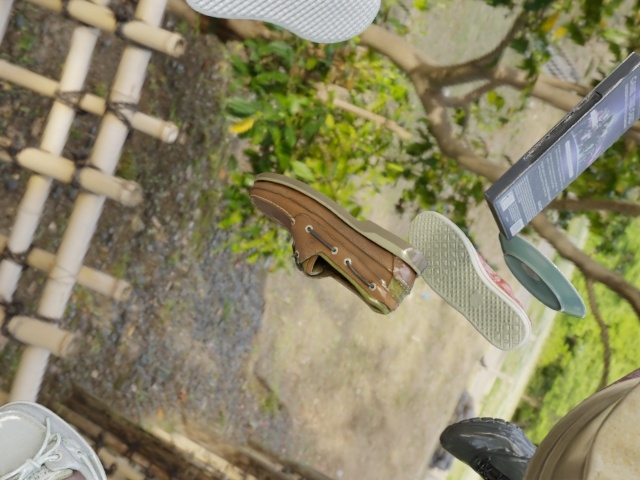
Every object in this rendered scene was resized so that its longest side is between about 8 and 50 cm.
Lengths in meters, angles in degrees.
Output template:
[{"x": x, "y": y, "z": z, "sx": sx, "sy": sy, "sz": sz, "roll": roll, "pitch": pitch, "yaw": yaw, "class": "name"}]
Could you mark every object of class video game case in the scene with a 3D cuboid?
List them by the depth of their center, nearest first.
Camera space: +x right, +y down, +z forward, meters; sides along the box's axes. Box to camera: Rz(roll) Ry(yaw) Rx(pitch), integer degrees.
[{"x": 0.352, "y": -0.125, "z": 1.186, "sx": 0.274, "sy": 0.026, "sz": 0.196, "roll": -44, "pitch": 156, "yaw": 3, "class": "video game case"}]

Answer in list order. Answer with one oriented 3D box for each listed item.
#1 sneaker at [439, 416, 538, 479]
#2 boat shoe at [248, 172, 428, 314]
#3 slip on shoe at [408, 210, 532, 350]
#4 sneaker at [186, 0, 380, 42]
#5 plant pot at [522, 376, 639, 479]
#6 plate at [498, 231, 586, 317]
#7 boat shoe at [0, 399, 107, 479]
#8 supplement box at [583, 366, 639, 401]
[{"x": 0.341, "y": 0.406, "z": 1.448, "sx": 0.130, "sy": 0.286, "sz": 0.109, "roll": -66, "pitch": 178, "yaw": -45, "class": "sneaker"}, {"x": 0.000, "y": 0.000, "z": 1.198, "sx": 0.104, "sy": 0.307, "sz": 0.110, "roll": -56, "pitch": 149, "yaw": -10, "class": "boat shoe"}, {"x": 0.295, "y": 0.078, "z": 1.644, "sx": 0.123, "sy": 0.331, "sz": 0.101, "roll": -46, "pitch": 161, "yaw": 19, "class": "slip on shoe"}, {"x": -0.067, "y": -0.411, "z": 1.269, "sx": 0.366, "sy": 0.150, "sz": 0.135, "roll": 3, "pitch": 137, "yaw": -42, "class": "sneaker"}, {"x": 0.310, "y": 0.224, "z": 0.626, "sx": 0.333, "sy": 0.334, "sz": 0.305, "roll": -61, "pitch": 155, "yaw": -15, "class": "plant pot"}, {"x": 0.347, "y": 0.060, "z": 1.329, "sx": 0.024, "sy": 0.188, "sz": 0.188, "roll": -42, "pitch": 160, "yaw": -5, "class": "plate"}, {"x": -0.313, "y": 0.331, "z": 1.017, "sx": 0.118, "sy": 0.320, "sz": 0.103, "roll": -31, "pitch": 166, "yaw": -14, "class": "boat shoe"}, {"x": 0.393, "y": 0.202, "z": 0.951, "sx": 0.188, "sy": 0.104, "sz": 0.080, "roll": -12, "pitch": 99, "yaw": -45, "class": "supplement box"}]
